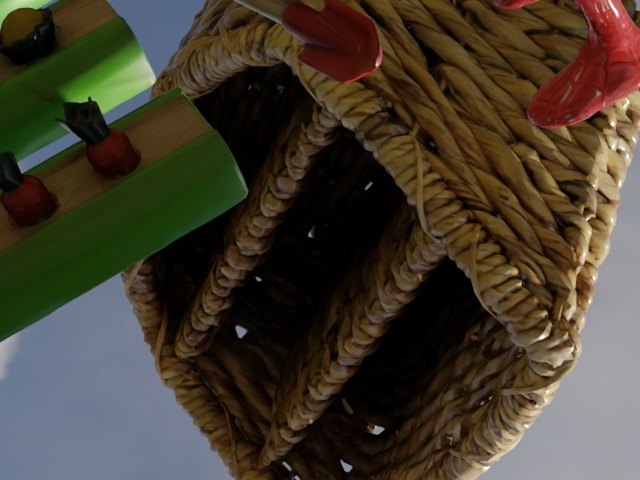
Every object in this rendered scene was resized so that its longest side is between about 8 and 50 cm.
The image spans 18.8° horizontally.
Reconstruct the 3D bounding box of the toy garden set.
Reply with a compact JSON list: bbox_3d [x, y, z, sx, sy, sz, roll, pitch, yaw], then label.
[{"bbox_3d":[-0.085,-0.091,0.613,0.204,0.049,0.244,-31,-136,-9],"label":"toy garden set"}]

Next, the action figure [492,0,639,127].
[{"bbox_3d":[-0.009,-0.128,0.554,0.139,0.280,0.091,-23,-131,11],"label":"action figure"}]

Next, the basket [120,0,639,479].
[{"bbox_3d":[0.000,0.000,0.952,0.213,0.299,0.223,26,-124,-7],"label":"basket"}]
